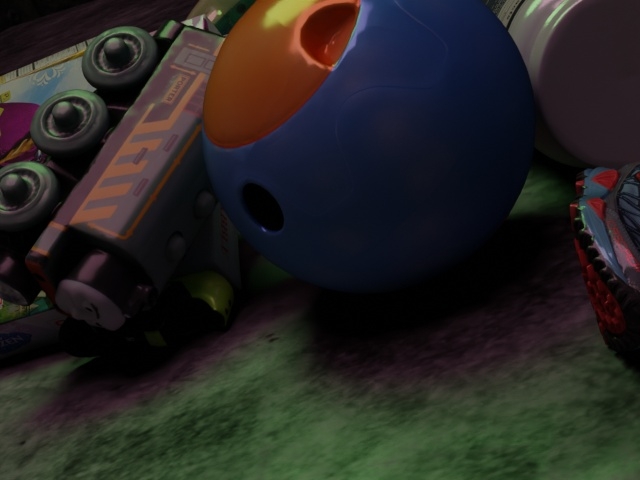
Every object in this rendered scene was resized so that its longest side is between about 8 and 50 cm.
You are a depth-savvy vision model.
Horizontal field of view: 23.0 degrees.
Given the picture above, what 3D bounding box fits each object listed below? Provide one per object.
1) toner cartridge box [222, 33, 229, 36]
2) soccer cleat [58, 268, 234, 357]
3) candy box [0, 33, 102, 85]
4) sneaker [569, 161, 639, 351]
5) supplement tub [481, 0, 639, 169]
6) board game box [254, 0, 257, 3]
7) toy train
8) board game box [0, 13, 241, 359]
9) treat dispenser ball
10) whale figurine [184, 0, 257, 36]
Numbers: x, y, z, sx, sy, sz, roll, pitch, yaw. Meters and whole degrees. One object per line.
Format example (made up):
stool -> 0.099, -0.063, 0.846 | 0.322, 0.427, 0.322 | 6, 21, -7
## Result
toner cartridge box -> -0.152, -0.272, 2.474 | 0.347, 0.075, 0.165 | -11, 19, 32
soccer cleat -> -0.167, 0.076, 1.472 | 0.178, 0.060, 0.072 | -18, 30, 11
candy box -> -0.402, -0.150, 2.221 | 0.316, 0.183, 0.087 | -24, 18, -5
sneaker -> 0.251, -0.009, 1.141 | 0.125, 0.104, 0.262 | -15, 18, 15
supplement tub -> 0.246, -0.175, 1.498 | 0.191, 0.191, 0.272 | -23, 17, -4
board game box -> -0.026, -0.256, 2.064 | 0.224, 0.097, 0.303 | -57, 20, -2
toy train -> -0.175, -0.067, 1.479 | 0.190, 0.142, 0.334 | 19, 62, 25
board game box -> -0.243, -0.054, 1.644 | 0.318, 0.066, 0.319 | -17, 55, 17
treat dispenser ball -> 0.041, -0.099, 1.354 | 0.288, 0.288, 0.288 | -20, 17, 6
whale figurine -> -0.155, -0.383, 2.778 | 0.272, 0.141, 0.216 | -42, 9, 22
